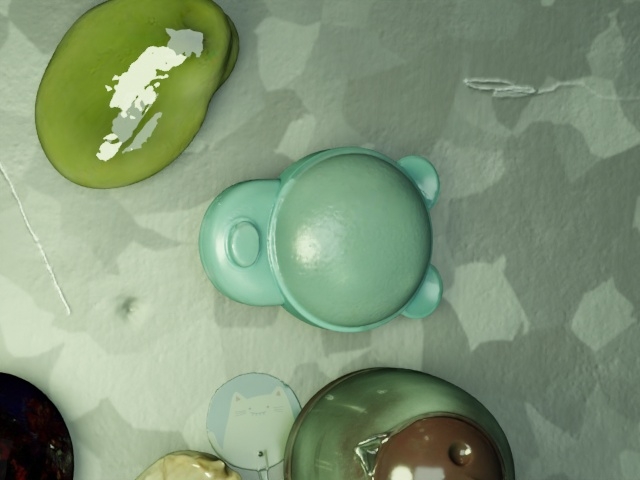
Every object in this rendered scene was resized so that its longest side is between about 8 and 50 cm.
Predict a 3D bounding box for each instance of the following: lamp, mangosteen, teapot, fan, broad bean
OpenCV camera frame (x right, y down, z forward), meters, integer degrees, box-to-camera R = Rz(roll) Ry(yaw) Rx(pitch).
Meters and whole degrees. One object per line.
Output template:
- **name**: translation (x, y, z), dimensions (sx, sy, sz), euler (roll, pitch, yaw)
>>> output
- **lamp**: translation (0.004, 0.000, 1.883), dimensions (0.284, 0.147, 0.209), euler (-1, 89, -7)
- **mangosteen**: translation (-0.380, 0.248, 1.814), dimensions (0.230, 0.194, 0.194), euler (-26, 90, 17)
- **teapot**: translation (0.135, 0.270, 1.797), dimensions (0.315, 0.312, 0.233), euler (22, 83, -9)
- **fan**: translation (-0.071, 0.240, 1.931), dimensions (0.113, 0.005, 0.175), euler (-9, 88, -8)
- **broad bean**: translation (-0.211, -0.179, 1.880), dimensions (0.189, 0.121, 0.263), euler (42, 85, 0)

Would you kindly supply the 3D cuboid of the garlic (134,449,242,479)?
- **garlic**: translation (-0.129, 0.405, 1.816), dimensions (0.286, 0.249, 0.313), euler (8, 65, 9)
